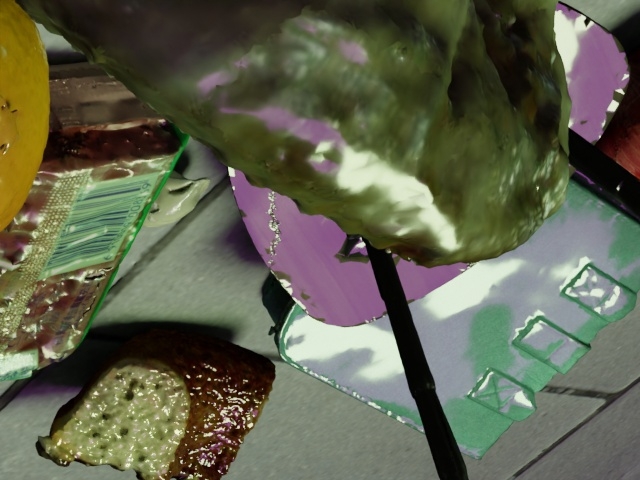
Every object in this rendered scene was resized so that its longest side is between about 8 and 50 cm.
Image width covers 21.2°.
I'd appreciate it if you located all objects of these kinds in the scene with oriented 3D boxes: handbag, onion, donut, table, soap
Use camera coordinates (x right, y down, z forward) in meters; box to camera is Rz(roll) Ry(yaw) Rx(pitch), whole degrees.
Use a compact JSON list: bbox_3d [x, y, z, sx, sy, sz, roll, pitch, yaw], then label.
[{"bbox_3d":[0.112,0.026,1.423,0.274,0.100,0.269,25,113,-30],"label":"handbag"},{"bbox_3d":[0.256,-0.127,1.437,0.150,0.140,0.150,-58,-174,10],"label":"onion"},{"bbox_3d":[-0.137,0.137,1.496,0.186,0.144,0.126,26,119,-22],"label":"donut"},{"bbox_3d":[0.111,-0.016,1.171,0.317,0.249,0.317,-8,127,-11],"label":"table"},{"bbox_3d":[-0.211,-0.004,1.185,0.217,0.098,0.273,-8,146,-36],"label":"soap"}]

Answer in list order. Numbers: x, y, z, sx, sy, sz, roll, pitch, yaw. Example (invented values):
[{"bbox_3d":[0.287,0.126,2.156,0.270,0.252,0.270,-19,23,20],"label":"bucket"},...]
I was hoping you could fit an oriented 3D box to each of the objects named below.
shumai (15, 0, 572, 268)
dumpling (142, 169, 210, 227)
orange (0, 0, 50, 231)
[{"bbox_3d":[0.030,-0.200,0.887,0.397,0.324,0.323,17,110,-48],"label":"shumai"},{"bbox_3d":[-0.118,-0.032,1.292,0.077,0.043,0.059,-38,174,11],"label":"dumpling"},{"bbox_3d":[-0.253,-0.077,0.908,0.219,0.193,0.219,11,146,7],"label":"orange"}]
